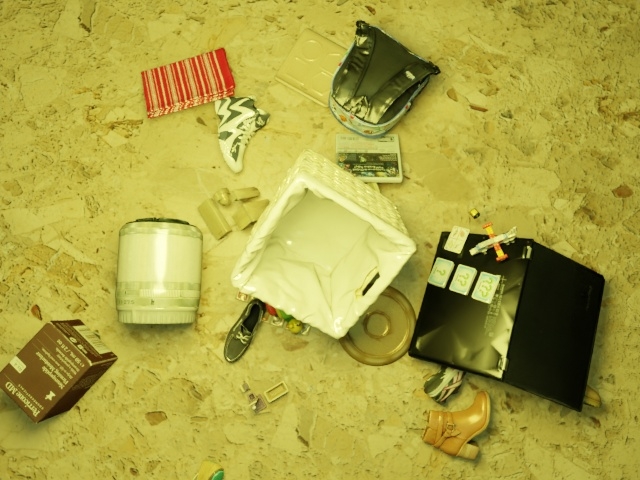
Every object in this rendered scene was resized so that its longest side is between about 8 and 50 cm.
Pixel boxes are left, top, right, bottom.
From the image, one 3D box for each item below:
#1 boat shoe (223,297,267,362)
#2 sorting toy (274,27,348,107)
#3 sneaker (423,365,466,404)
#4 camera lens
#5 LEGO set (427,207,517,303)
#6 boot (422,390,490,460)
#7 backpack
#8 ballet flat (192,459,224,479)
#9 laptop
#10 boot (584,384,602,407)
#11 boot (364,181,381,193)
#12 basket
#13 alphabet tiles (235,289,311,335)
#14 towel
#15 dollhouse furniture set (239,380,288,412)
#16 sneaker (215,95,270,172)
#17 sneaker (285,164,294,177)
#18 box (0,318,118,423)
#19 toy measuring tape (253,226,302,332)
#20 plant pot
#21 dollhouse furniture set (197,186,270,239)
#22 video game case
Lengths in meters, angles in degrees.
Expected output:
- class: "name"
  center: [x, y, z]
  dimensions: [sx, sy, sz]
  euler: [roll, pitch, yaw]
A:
- class: "boat shoe"
  center: [-0.218, 0.254, 1.361]
  dimensions: [0.075, 0.065, 0.206]
  euler: [30, 90, 2]
- class: "sorting toy"
  center: [-0.011, -0.529, 1.487]
  dimensions: [0.193, 0.038, 0.208]
  euler: [30, 79, 4]
- class: "sneaker"
  center: [0.371, 0.384, 1.357]
  dimensions: [0.178, 0.072, 0.077]
  euler: [-39, 107, -6]
- class: "camera lens"
  center: [-0.434, 0.083, 1.311]
  dimensions: [0.219, 0.219, 0.274]
  euler: [0, 83, 0]
- class: "LEGO set"
  center: [0.415, 0.027, 1.312]
  dimensions: [0.182, 0.060, 0.244]
  euler: [19, 78, 37]
- class: "boot"
  center: [0.375, 0.491, 1.333]
  dimensions: [0.152, 0.073, 0.197]
  euler: [18, 80, 7]
- class: "backpack"
  center: [0.149, -0.435, 1.384]
  dimensions: [0.276, 0.213, 0.263]
  euler: [35, 75, 7]
- class: "ballet flat"
  center: [-0.336, 0.711, 1.313]
  dimensions: [0.073, 0.080, 0.232]
  euler: [20, 79, 31]
- class: "laptop"
  center: [0.515, 0.207, 1.337]
  dimensions: [0.407, 0.236, 0.382]
  euler: [7, 70, 38]
- class: "boot"
  center: [0.712, 0.298, 1.349]
  dimensions: [0.236, 0.089, 0.270]
  euler: [26, 82, 3]
- class: "boot"
  center: [0.103, -0.069, 1.405]
  dimensions: [0.165, 0.077, 0.213]
  euler: [-8, 83, 2]
- class: "basket"
  center: [0.000, 0.000, 1.211]
  dimensions: [0.331, 0.266, 0.328]
  euler: [30, 114, -15]
- class: "alphabet tiles"
  center: [-0.119, 0.148, 1.408]
  dimensions: [0.237, 0.009, 0.198]
  euler: [17, 83, 2]
- class: "towel"
  center: [-0.398, -0.477, 1.448]
  dimensions: [0.274, 0.031, 0.199]
  euler: [-17, 62, -1]
- class: "dollhouse furniture set"
  center: [-0.156, 0.416, 1.335]
  dimensions: [0.114, 0.081, 0.091]
  euler: [-30, 84, -4]
- class: "sneaker"
  center: [-0.217, -0.324, 1.426]
  dimensions: [0.153, 0.094, 0.235]
  euler: [-12, 72, 7]
- class: "sneaker"
  center: [-0.069, -0.083, 1.369]
  dimensions: [0.090, 0.145, 0.270]
  euler: [5, 83, 1]
- class: "box"
  center: [-0.703, 0.343, 1.302]
  dimensions: [0.168, 0.167, 0.203]
  euler: [42, 85, 5]
- class: "toy measuring tape"
  center: [-0.121, 0.102, 1.353]
  dimensions: [0.121, 0.121, 0.330]
  euler: [-21, 83, -3]
- class: "plant pot"
  center: [0.161, 0.240, 1.384]
  dimensions: [0.236, 0.032, 0.236]
  euler: [0, 82, 0]
- class: "dollhouse furniture set"
  center: [-0.245, -0.087, 1.430]
  dimensions: [0.151, 0.123, 0.144]
  euler: [-37, 82, 31]
- class: "video game case"
  center: [0.139, -0.244, 1.422]
  dimensions: [0.190, 0.022, 0.173]
  euler: [1, 59, 0]
